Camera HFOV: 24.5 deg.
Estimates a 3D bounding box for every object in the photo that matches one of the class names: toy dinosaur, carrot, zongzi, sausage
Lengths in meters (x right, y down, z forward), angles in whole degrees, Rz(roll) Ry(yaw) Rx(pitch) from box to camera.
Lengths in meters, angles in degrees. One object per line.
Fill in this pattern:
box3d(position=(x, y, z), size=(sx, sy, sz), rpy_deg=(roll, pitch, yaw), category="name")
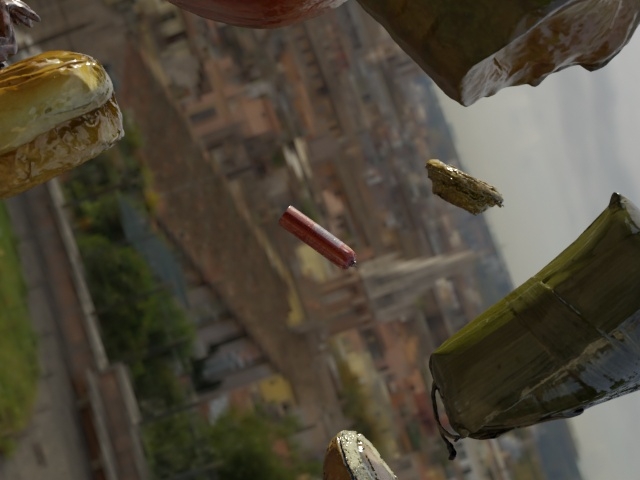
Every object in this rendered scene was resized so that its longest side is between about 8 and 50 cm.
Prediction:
box3d(position=(-0.475, -0.265, 1.976), size=(0.432, 0.097, 0.208), rpy_deg=(44, 43, -46), category="toy dinosaur")
box3d(position=(0.140, -0.289, 1.407), size=(0.341, 0.241, 0.241), rpy_deg=(49, 3, 8), category="carrot")
box3d(position=(0.183, 0.091, 1.041), size=(0.204, 0.205, 0.094), rpy_deg=(43, 12, -52), category="zongzi")
box3d(position=(0.000, 0.000, 2.111), size=(0.129, 0.034, 0.034), rpy_deg=(35, 0, 10), category="sausage")

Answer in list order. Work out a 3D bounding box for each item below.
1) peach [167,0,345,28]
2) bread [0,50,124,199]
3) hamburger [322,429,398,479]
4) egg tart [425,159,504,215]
box3d(position=(-0.073, -0.401, 1.749), size=(0.372, 0.372, 0.290), rpy_deg=(18, 89, -82), category="peach")
box3d(position=(-0.305, -0.120, 1.514), size=(0.120, 0.198, 0.236), rpy_deg=(66, -9, -10), category="bread")
box3d(position=(0.047, 0.341, 1.913), size=(0.176, 0.102, 0.087), rpy_deg=(52, 20, 27), category="hamburger")
box3d(position=(0.203, -0.072, 2.092), size=(0.130, 0.052, 0.130), rpy_deg=(26, 3, -1), category="egg tart")
